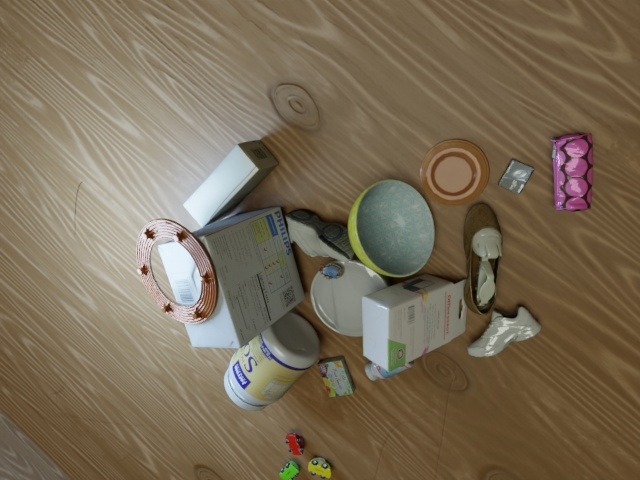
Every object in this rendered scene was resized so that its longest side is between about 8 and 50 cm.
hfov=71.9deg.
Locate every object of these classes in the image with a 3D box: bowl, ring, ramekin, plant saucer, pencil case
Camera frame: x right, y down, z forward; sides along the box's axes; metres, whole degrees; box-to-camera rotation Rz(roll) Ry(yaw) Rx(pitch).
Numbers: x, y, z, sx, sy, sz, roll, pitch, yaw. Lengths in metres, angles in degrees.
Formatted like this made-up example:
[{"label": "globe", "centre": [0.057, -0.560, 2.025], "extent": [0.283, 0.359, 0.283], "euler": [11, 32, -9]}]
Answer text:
[{"label": "bowl", "centre": [0.187, -0.029, 1.342], "extent": [0.156, 0.289, 0.289], "euler": [-13, 104, 61]}, {"label": "ring", "centre": [-0.439, 0.100, 1.308], "extent": [0.336, 0.032, 0.337], "euler": [12, 115, 28]}, {"label": "ramekin", "centre": [0.112, 0.172, 1.472], "extent": [0.273, 0.127, 0.273], "euler": [6, 108, 18]}, {"label": "plant saucer", "centre": [0.394, -0.197, 1.304], "extent": [0.200, 0.037, 0.200], "euler": [6, 109, 18]}, {"label": "pencil case", "centre": [0.669, -0.178, 1.181], "extent": [0.098, 0.095, 0.209], "euler": [-12, 102, -13]}]

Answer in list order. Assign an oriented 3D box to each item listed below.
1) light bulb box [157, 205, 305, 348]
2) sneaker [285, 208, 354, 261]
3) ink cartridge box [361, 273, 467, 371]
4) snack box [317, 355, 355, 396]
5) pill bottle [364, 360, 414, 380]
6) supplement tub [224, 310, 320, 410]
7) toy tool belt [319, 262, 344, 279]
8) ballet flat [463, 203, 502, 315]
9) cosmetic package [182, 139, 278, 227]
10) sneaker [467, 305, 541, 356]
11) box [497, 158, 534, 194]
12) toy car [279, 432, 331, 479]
[{"label": "light bulb box", "centre": [-0.272, 0.110, 1.450], "extent": [0.225, 0.361, 0.358], "euler": [-7, 104, 34]}, {"label": "sneaker", "centre": [0.000, 0.000, 1.452], "extent": [0.297, 0.111, 0.129], "euler": [33, 133, 40]}, {"label": "ink cartridge box", "centre": [0.298, 0.233, 1.365], "extent": [0.119, 0.353, 0.207], "euler": [19, 117, 52]}, {"label": "snack box", "centre": [0.060, 0.507, 1.644], "extent": [0.100, 0.037, 0.141], "euler": [-17, 100, 22]}, {"label": "pill bottle", "centre": [0.235, 0.424, 1.526], "extent": [0.160, 0.087, 0.087], "euler": [-34, 93, 25]}, {"label": "supplement tub", "centre": [-0.181, 0.436, 1.598], "extent": [0.241, 0.241, 0.331], "euler": [41, 115, 4]}, {"label": "toy tool belt", "centre": [0.028, 0.098, 1.380], "extent": [0.083, 0.051, 0.052], "euler": [11, 110, 18]}, {"label": "ballet flat", "centre": [0.483, 0.068, 1.301], "extent": [0.116, 0.124, 0.342], "euler": [0, 106, 2]}, {"label": "cosmetic package", "centre": [-0.304, -0.193, 1.495], "extent": [0.309, 0.160, 0.113], "euler": [-41, 90, 27]}, {"label": "sneaker", "centre": [0.551, 0.276, 1.375], "extent": [0.232, 0.090, 0.115], "euler": [-34, 86, 17]}, {"label": "box", "centre": [0.557, -0.182, 1.259], "extent": [0.067, 0.018, 0.083], "euler": [28, 113, 10]}, {"label": "toy car", "centre": [-0.089, 0.912, 1.815], "extent": [0.239, 0.053, 0.225], "euler": [43, 116, 4]}]
